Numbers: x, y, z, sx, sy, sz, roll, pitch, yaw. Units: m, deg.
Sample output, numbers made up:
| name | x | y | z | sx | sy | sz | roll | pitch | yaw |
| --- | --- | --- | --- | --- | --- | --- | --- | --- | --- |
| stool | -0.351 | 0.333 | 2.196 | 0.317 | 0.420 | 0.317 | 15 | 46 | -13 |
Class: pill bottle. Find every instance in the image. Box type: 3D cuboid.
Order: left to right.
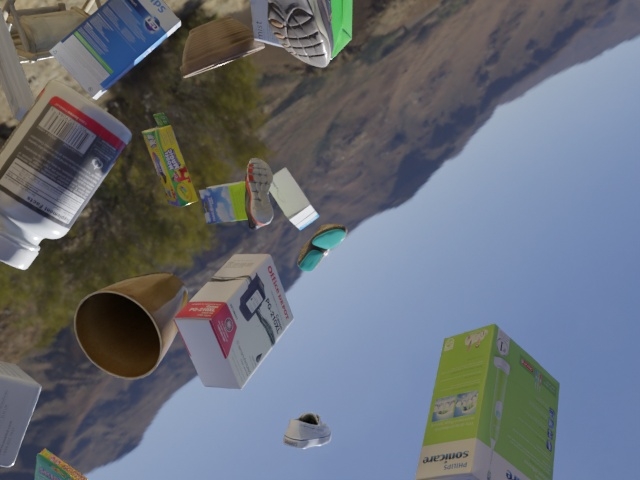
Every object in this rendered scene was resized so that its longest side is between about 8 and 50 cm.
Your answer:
| name | x | y | z | sx | sy | sz | roll | pitch | yaw |
| --- | --- | --- | --- | --- | --- | --- | --- | --- | --- |
| pill bottle | -0.501 | -0.114 | 1.256 | 0.318 | 0.176 | 0.176 | -57 | -174 | -5 |

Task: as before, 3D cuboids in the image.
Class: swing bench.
| name | x | y | z | sx | sy | sz | roll | pitch | yaw |
| --- | --- | --- | --- | --- | --- | --- | --- | --- | --- |
| swing bench | -0.724 | -0.561 | 1.841 | 0.254 | 0.165 | 0.253 | 2 | -158 | 46 |

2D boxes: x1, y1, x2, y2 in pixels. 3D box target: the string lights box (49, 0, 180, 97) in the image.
| name | x | y | z | sx | sy | sz | roll | pitch | yaw |
| --- | --- | --- | --- | --- | --- | --- | --- | --- | --- |
| string lights box | -0.450 | -0.449 | 1.535 | 0.259 | 0.133 | 0.077 | -42 | -166 | -3 |

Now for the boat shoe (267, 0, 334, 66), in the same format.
| name | x | y | z | sx | sy | sz | roll | pitch | yaw |
| --- | --- | --- | --- | --- | --- | --- | --- | --- | --- |
| boat shoe | -0.024 | -0.456 | 1.252 | 0.130 | 0.132 | 0.355 | -56 | 158 | -15 |

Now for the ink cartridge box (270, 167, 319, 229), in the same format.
| name | x | y | z | sx | sy | sz | roll | pitch | yaw |
| --- | --- | --- | --- | --- | --- | --- | --- | --- | --- |
| ink cartridge box | -0.088 | -0.128 | 2.187 | 0.086 | 0.148 | 0.203 | -34 | 170 | 1 |

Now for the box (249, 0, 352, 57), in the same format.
| name | x | y | z | sx | sy | sz | roll | pitch | yaw |
| --- | --- | --- | --- | --- | --- | --- | --- | --- | --- |
| box | -0.050 | -0.607 | 1.694 | 0.127 | 0.231 | 0.262 | -52 | 152 | -39 |

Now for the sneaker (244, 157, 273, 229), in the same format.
| name | x | y | z | sx | sy | sz | roll | pitch | yaw |
| --- | --- | --- | --- | --- | --- | --- | --- | --- | --- |
| sneaker | -0.136 | -0.093 | 1.405 | 0.061 | 0.158 | 0.065 | 15 | 147 | -29 |

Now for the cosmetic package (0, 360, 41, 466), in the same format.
| name | x | y | z | sx | sy | sz | roll | pitch | yaw |
| --- | --- | --- | --- | --- | --- | --- | --- | --- | --- |
| cosmetic package | -0.769 | 0.262 | 1.232 | 0.230 | 0.453 | 0.161 | 2 | -108 | 56 |

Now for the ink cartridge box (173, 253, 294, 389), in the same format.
| name | x | y | z | sx | sy | sz | roll | pitch | yaw |
| --- | --- | --- | --- | --- | --- | --- | --- | --- | --- |
| ink cartridge box | -0.167 | 0.157 | 1.404 | 0.100 | 0.172 | 0.237 | -3 | -151 | 30 |

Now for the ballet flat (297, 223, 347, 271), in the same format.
| name | x | y | z | sx | sy | sz | roll | pitch | yaw |
| --- | --- | --- | --- | --- | --- | --- | --- | --- | --- |
| ballet flat | 0.000 | 0.000 | 1.710 | 0.206 | 0.073 | 0.067 | -44 | -148 | 45 |

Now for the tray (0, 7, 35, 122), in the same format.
| name | x | y | z | sx | sy | sz | roll | pitch | yaw |
| --- | --- | --- | --- | --- | --- | --- | --- | --- | --- |
| tray | -0.648 | -0.367 | 1.425 | 0.030 | 0.270 | 0.145 | -22 | -173 | -31 |

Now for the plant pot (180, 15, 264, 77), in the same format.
| name | x | y | z | sx | sy | sz | roll | pitch | yaw |
| --- | --- | --- | --- | --- | --- | --- | --- | --- | --- |
| plant pot | -0.278 | -0.528 | 1.858 | 0.237 | 0.110 | 0.237 | -20 | -166 | 5 |

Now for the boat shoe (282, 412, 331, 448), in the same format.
| name | x | y | z | sx | sy | sz | roll | pitch | yaw |
| --- | --- | --- | --- | --- | --- | --- | --- | --- | --- |
| boat shoe | -0.027 | 0.537 | 1.989 | 0.095 | 0.084 | 0.258 | 10 | 175 | 17 |

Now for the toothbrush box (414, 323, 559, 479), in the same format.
| name | x | y | z | sx | sy | sz | roll | pitch | yaw |
| --- | --- | --- | --- | --- | --- | --- | --- | --- | --- |
| toothbrush box | 0.296 | 0.322 | 1.192 | 0.122 | 0.206 | 0.283 | -27 | -148 | 42 |

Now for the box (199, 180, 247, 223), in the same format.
| name | x | y | z | sx | sy | sz | roll | pitch | yaw |
| --- | --- | --- | --- | --- | --- | --- | --- | --- | --- |
| box | -0.252 | -0.111 | 2.001 | 0.178 | 0.109 | 0.042 | -7 | -166 | 18 |

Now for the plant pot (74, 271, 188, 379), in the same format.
| name | x | y | z | sx | sy | sz | roll | pitch | yaw |
| --- | --- | --- | --- | --- | --- | --- | --- | --- | --- |
| plant pot | -0.447 | 0.181 | 1.751 | 0.237 | 0.237 | 0.254 | -33 | -171 | 26 |

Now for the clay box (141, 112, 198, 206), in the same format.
| name | x | y | z | sx | sy | sz | roll | pitch | yaw |
| --- | --- | --- | --- | --- | --- | --- | --- | --- | --- |
| clay box | -0.372 | -0.196 | 1.682 | 0.053 | 0.222 | 0.127 | -25 | -164 | -21 |

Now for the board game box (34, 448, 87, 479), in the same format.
| name | x | y | z | sx | sy | sz | roll | pitch | yaw |
| --- | --- | --- | --- | --- | --- | --- | --- | --- | --- |
| board game box | -0.613 | 0.578 | 1.626 | 0.039 | 0.124 | 0.259 | -52 | 172 | -43 |
